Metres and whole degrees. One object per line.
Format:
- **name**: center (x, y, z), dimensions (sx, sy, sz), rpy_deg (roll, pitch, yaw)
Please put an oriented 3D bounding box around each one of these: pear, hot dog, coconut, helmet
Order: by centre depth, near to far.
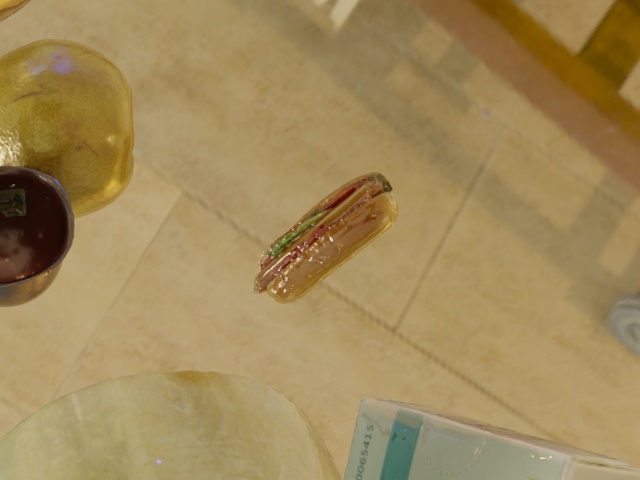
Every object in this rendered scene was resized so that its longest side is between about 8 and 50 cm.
- **coconut**: center (-0.114, 0.250, 1.128), dimensions (0.323, 0.323, 0.323), rpy_deg (5, 74, -20)
- **helmet**: center (-0.328, 0.015, 1.585), dimensions (0.155, 0.106, 0.175), rpy_deg (-25, 50, -22)
- **pear**: center (-0.314, -0.128, 1.726), dimensions (0.209, 0.209, 0.209), rpy_deg (5, 74, -20)
- **hot dog**: center (0.000, 0.000, 1.918), dimensions (0.062, 0.236, 0.092), rpy_deg (25, 31, -50)

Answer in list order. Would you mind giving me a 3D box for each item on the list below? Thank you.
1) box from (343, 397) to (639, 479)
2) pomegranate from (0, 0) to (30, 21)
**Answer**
- **box**: center (0.069, 0.279, 0.899), dimensions (0.065, 0.200, 0.343), rpy_deg (13, 87, -34)
- **pomegranate**: center (-0.243, -0.212, 0.885), dimensions (0.196, 0.196, 0.196), rpy_deg (5, 74, -20)
